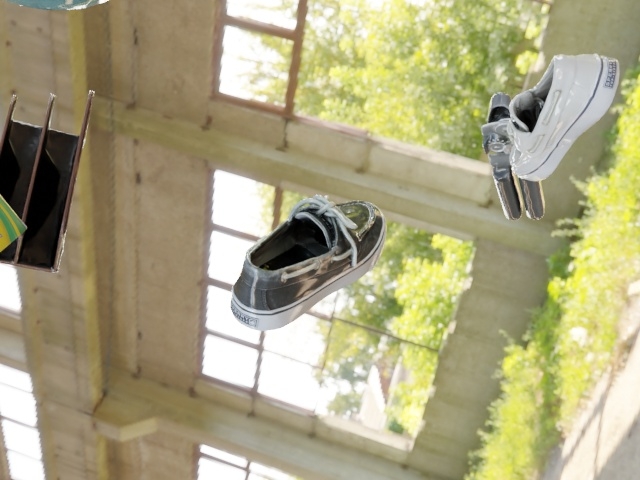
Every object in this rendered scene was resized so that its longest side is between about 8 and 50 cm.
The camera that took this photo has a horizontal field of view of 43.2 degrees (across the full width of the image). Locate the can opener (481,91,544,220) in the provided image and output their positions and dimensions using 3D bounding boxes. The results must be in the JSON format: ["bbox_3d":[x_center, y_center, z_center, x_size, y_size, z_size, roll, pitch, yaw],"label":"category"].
[{"bbox_3d":[0.313,-0.131,1.291,0.283,0.076,0.095,52,-139,-58],"label":"can opener"}]

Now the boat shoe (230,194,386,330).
[{"bbox_3d":[-0.004,-0.002,1.036,0.306,0.113,0.105,-30,-38,-45],"label":"boat shoe"}]

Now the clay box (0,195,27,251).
[{"bbox_3d":[-0.299,-0.086,0.543,0.053,0.127,0.222,-44,-32,-20],"label":"clay box"}]

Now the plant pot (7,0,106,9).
[{"bbox_3d":[-0.305,-0.445,0.900,0.293,0.293,0.235,-70,13,-20],"label":"plant pot"}]

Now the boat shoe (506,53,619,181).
[{"bbox_3d":[0.283,-0.155,1.036,0.267,0.088,0.096,114,167,-75],"label":"boat shoe"}]

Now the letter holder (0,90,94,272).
[{"bbox_3d":[-0.522,-0.126,1.486,0.214,0.152,0.301,135,143,-57],"label":"letter holder"}]
